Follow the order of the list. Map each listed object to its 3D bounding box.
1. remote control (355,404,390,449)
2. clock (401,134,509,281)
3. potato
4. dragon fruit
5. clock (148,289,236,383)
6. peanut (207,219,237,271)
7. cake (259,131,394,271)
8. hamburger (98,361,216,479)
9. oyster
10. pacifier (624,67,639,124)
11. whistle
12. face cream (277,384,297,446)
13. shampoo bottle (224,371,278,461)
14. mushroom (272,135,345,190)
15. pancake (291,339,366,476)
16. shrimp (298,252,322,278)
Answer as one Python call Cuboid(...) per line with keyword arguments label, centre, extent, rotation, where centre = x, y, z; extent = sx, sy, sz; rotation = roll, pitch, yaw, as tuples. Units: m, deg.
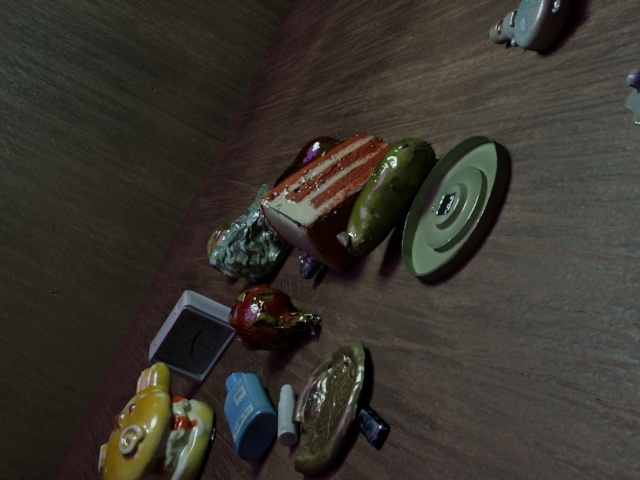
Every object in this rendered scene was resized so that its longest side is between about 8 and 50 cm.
Cuboid(label="remote control", centre=(0.070, 0.260, 1.294), extent=(0.039, 0.014, 0.096), rotation=(-62, 16, 1))
Cuboid(label="clock", centre=(0.195, -0.050, 1.370), extent=(0.235, 0.029, 0.235), rotation=(-53, 20, 28))
Cuboid(label="potato", centre=(0.112, -0.071, 1.517), extent=(0.225, 0.090, 0.117), rotation=(-56, -20, 5))
Cuboid(label="dragon fruit", centre=(-0.083, 0.149, 1.745), extent=(0.246, 0.125, 0.125), rotation=(0, 92, 49))
Cuboid(label="clock", centre=(-0.298, 0.228, 2.158), extent=(0.197, 0.150, 0.063), rotation=(-55, 20, 22))
Cuboid(label="peanut", centre=(-0.234, 0.014, 2.370), extent=(0.140, 0.109, 0.159), rotation=(-52, 6, -2))
Cuboid(label="cake", centre=(0.044, -0.063, 1.716), extent=(0.262, 0.159, 0.158), rotation=(-35, 41, -20))
Cuboid(label="hamburger", centre=(-0.354, 0.422, 1.975), extent=(0.261, 0.186, 0.302), rotation=(-27, 36, 60))
Cuboid(label="oyster", centre=(-0.158, -0.004, 2.106), extent=(0.267, 0.112, 0.198), rotation=(-61, 36, 20))
Cuboid(label="pacifier", centre=(0.364, -0.165, 1.010), extent=(0.068, 0.064, 0.083), rotation=(-33, 29, 24))
Cuboid(label="whistle", centre=(0.320, -0.334, 1.404), extent=(0.220, 0.057, 0.107), rotation=(-174, 97, -76))
Cuboid(label="face cream", centre=(-0.056, 0.293, 1.566), extent=(0.034, 0.034, 0.130), rotation=(-54, 20, 25))
Cuboid(label="shampoo bottle", centre=(-0.137, 0.313, 1.720), extent=(0.104, 0.061, 0.258), rotation=(-62, 18, 5))
Cuboid(label="mushroom", centre=(0.008, -0.137, 1.923), extent=(0.227, 0.148, 0.217), rotation=(-41, 7, 28))
Cuboid(label="pancake", centre=(0.013, 0.256, 1.434), extent=(0.212, 0.029, 0.235), rotation=(-58, 18, 18))
Cuboid(label="shrimp", centre=(0.000, 0.000, 1.808), extent=(0.165, 0.056, 0.065), rotation=(-67, 11, -24))
